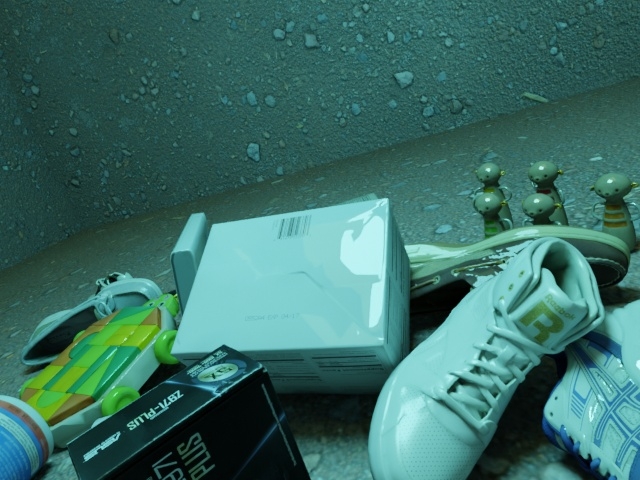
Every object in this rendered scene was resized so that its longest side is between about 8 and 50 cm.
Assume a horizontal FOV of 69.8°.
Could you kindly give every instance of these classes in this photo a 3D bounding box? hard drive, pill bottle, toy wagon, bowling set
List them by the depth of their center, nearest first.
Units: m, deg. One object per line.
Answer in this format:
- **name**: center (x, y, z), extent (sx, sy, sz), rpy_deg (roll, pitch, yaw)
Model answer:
- **pill bottle**: center (-0.447, 0.302, 0.542), extent (0.124, 0.124, 0.221), rpy_deg (-12, 18, 17)
- **bowling set**: center (0.335, -0.035, 0.751), extent (0.199, 0.154, 0.287), rpy_deg (-28, 19, -31)
- **toy wagon**: center (-0.360, 0.196, 0.812), extent (0.267, 0.068, 0.344), rpy_deg (-7, 32, 32)
- **hard drive**: center (-0.237, 0.074, 0.903), extent (0.040, 0.203, 0.307), rpy_deg (-8, 16, -7)

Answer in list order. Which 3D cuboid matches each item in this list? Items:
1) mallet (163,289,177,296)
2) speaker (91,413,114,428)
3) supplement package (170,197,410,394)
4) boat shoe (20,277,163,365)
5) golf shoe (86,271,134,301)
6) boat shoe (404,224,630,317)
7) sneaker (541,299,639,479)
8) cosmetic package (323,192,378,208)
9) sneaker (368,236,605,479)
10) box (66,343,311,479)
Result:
- **mallet**: center (-0.358, 0.125, 1.165), extent (0.062, 0.039, 0.190), rpy_deg (-22, 13, -5)
- **speaker**: center (-0.232, 0.247, 0.613), extent (0.136, 0.055, 0.055), rpy_deg (-17, 17, 3)
- **supplement package**: center (-0.023, 0.081, 0.607), extent (0.261, 0.145, 0.204), rpy_deg (-7, 51, 20)
- **boat shoe**: center (-0.488, 0.181, 0.991), extent (0.320, 0.118, 0.103), rpy_deg (-20, 23, 6)
- **golf shoe**: center (-0.511, 0.133, 1.146), extent (0.272, 0.120, 0.105), rpy_deg (-6, 23, 39)
- **boat shoe**: center (0.239, 0.067, 0.645), extent (0.341, 0.123, 0.123), rpy_deg (-5, 51, 24)
- **sneaker**: center (0.246, 0.166, 0.352), extent (0.131, 0.112, 0.296), rpy_deg (-32, 8, 31)
- **cosmetic package**: center (0.000, 0.000, 1.052), extent (0.309, 0.113, 0.160), rpy_deg (-16, 17, 4)
- **sneaker**: center (0.158, 0.104, 0.427), extent (0.292, 0.108, 0.169), rpy_deg (-45, -12, -38)
- **box**: center (-0.093, 0.207, 0.384), extent (0.147, 0.180, 0.077), rpy_deg (-29, 20, -32)
